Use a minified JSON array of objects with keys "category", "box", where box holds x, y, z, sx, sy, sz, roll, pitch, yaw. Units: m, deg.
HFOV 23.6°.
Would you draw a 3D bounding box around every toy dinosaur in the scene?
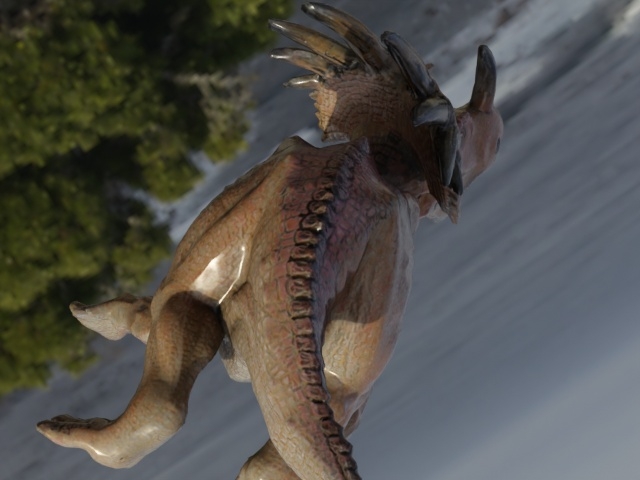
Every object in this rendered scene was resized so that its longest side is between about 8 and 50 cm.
[{"category":"toy dinosaur","box":[0.000,0.000,0.588,0.200,0.127,0.295,-54,-173,8]}]
